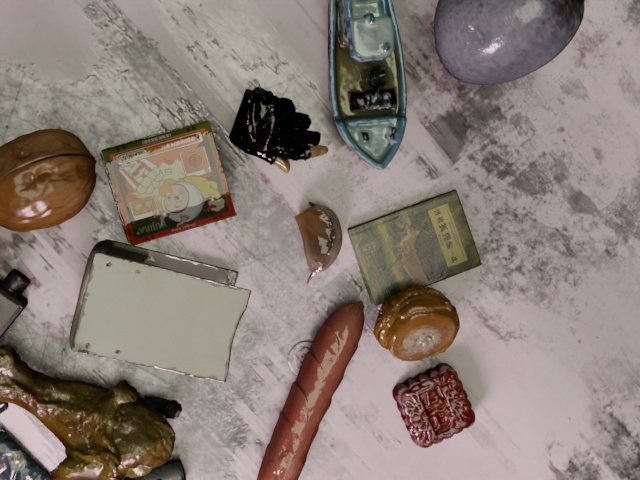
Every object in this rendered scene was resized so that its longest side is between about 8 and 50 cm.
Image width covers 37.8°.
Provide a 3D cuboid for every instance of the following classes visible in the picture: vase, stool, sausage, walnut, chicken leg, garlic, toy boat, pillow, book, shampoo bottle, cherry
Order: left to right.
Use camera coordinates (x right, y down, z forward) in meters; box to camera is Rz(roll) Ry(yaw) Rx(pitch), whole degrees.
[{"bbox_3d":[-0.606,0.157,1.659,0.080,0.079,0.246,39,88,-11],"label":"shampoo bottle"},{"bbox_3d":[-0.574,0.497,1.721,0.189,0.034,0.255,-40,98,-6],"label":"pillow"},{"bbox_3d":[-0.486,-0.103,1.617,0.207,0.167,0.167,-26,99,-8],"label":"walnut"},{"bbox_3d":[-0.441,0.335,1.676,0.361,0.140,0.211,18,71,-7],"label":"chicken leg"},{"bbox_3d":[-0.355,0.464,1.737,0.212,0.060,0.059,-15,97,-9],"label":"vase"},{"bbox_3d":[-0.279,0.115,1.627,0.270,0.243,0.170,14,93,-10],"label":"stool"},{"bbox_3d":[-0.022,0.307,1.769,0.088,0.088,0.433,24,89,-11],"label":"sausage"},{"bbox_3d":[0.004,-0.001,1.760,0.084,0.066,0.152,-12,94,19],"label":"garlic"},{"bbox_3d":[0.089,-0.294,1.708,0.145,0.133,0.331,-6,96,-10],"label":"toy boat"},{"bbox_3d":[0.182,0.013,1.806,0.228,0.024,0.160,-20,96,-7],"label":"book"},{"bbox_3d":[0.328,-0.397,1.678,0.255,0.296,0.218,-28,102,-35],"label":"cherry"}]

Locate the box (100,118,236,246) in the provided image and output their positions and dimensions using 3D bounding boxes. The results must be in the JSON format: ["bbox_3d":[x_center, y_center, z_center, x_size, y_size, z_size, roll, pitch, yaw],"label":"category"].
[{"bbox_3d":[-0.268,-0.103,1.658,0.195,0.148,0.177,-16,99,-7],"label":"box"}]

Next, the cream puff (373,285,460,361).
[{"bbox_3d":[0.179,0.152,1.767,0.165,0.115,0.150,4,125,-17],"label":"cream puff"}]

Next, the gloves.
[{"bbox_3d":[-0.068,-0.195,1.704,0.181,0.106,0.129,19,90,-7],"label":"gloves"}]

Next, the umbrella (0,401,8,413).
[{"bbox_3d":[-0.620,0.324,1.697,0.133,0.031,0.036,-38,122,-5],"label":"umbrella"}]

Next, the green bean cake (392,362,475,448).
[{"bbox_3d":[0.222,0.323,1.823,0.136,0.056,0.135,-25,100,-7],"label":"green bean cake"}]
